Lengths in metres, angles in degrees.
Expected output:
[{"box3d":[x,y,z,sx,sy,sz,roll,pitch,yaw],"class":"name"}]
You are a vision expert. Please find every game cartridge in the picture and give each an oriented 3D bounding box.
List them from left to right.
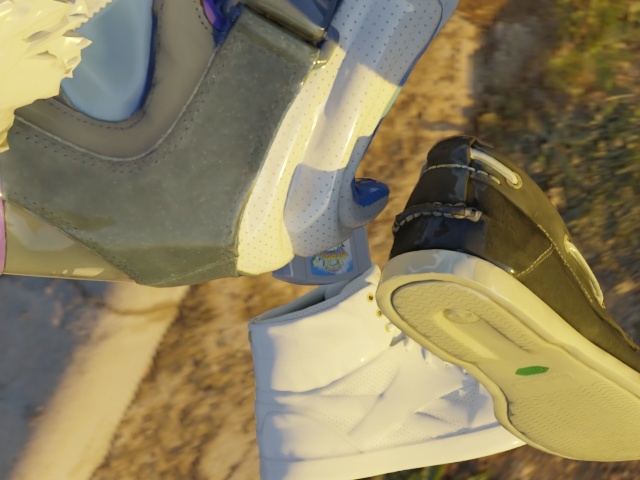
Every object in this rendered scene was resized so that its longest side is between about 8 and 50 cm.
[{"box3d":[0.000,0.000,1.118,0.017,0.083,0.056,-6,90,43],"class":"game cartridge"}]

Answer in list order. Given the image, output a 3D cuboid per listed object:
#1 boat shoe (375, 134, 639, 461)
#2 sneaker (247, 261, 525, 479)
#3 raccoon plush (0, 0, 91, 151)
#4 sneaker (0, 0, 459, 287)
[{"box3d":[0.106,0.037,0.812,0.084,0.233,0.079,-10,56,30],"class":"boat shoe"},{"box3d":[0.082,0.098,1.507,0.292,0.108,0.169,-9,97,-18],"class":"sneaker"},{"box3d":[-0.311,-0.012,0.724,0.446,0.216,0.299,-42,64,-1],"class":"raccoon plush"},{"box3d":[-0.060,-0.141,0.756,0.236,0.130,0.323,-3,96,-15],"class":"sneaker"}]
